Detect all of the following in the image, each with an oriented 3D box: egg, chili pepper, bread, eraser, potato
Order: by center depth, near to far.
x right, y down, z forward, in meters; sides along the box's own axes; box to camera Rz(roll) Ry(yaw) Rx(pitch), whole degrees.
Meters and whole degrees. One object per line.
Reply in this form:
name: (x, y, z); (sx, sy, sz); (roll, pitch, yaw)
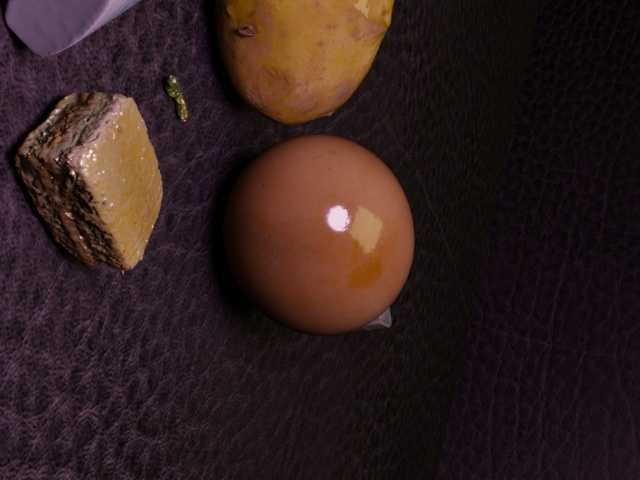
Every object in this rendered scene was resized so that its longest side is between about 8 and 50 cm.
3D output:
eraser: (-0.217, -0.334, 1.138); (0.104, 0.189, 0.290); (51, 39, -13)
bread: (-0.266, -0.070, 1.182); (0.196, 0.102, 0.138); (74, 33, -47)
chili pepper: (-0.203, -0.206, 1.402); (0.083, 0.022, 0.027); (76, 28, -47)
potato: (0.007, -0.365, 1.538); (0.397, 0.290, 0.295); (-41, 138, -35)
egg: (0.000, 0.000, 1.578); (0.374, 0.301, 0.301); (72, 32, -52)

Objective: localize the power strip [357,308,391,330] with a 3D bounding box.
power strip: (0.057, 0.052, 1.996); (0.229, 0.141, 0.260); (34, 50, -66)
